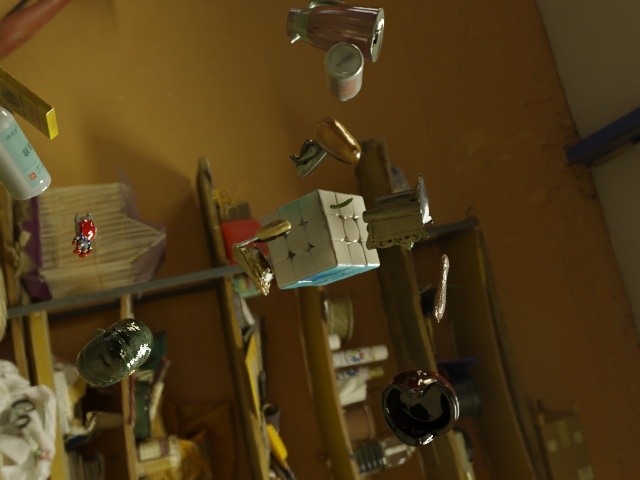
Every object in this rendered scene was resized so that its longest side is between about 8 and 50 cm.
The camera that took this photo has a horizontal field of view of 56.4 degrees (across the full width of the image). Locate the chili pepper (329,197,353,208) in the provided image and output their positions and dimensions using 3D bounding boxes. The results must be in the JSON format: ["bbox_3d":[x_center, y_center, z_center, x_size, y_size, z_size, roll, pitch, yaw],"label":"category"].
[{"bbox_3d":[0.066,-0.112,1.788,0.030,0.083,0.017,42,-32,53],"label":"chili pepper"}]

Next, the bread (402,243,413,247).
[{"bbox_3d":[0.292,-0.022,2.172,0.172,0.232,0.064,30,-91,49],"label":"bread"}]

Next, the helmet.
[{"bbox_3d":[0.275,0.455,1.667,0.193,0.216,0.189,-41,130,-71],"label":"helmet"}]

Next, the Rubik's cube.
[{"bbox_3d":[0.000,0.000,2.217,0.290,0.292,0.291,-21,-103,34],"label":"Rubik's cube"}]

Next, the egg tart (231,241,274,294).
[{"bbox_3d":[-0.248,0.098,2.268,0.241,0.106,0.241,56,-5,7],"label":"egg tart"}]

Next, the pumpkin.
[{"bbox_3d":[-0.549,0.295,1.597,0.152,0.212,0.211,63,-18,2],"label":"pumpkin"}]

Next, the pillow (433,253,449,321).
[{"bbox_3d":[0.385,0.151,1.907,0.135,0.034,0.211,49,49,-65],"label":"pillow"}]

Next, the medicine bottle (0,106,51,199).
[{"bbox_3d":[-0.800,-0.264,1.474,0.110,0.110,0.352,-119,-170,-46],"label":"medicine bottle"}]

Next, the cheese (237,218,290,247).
[{"bbox_3d":[-0.170,-0.016,1.751,0.086,0.162,0.036,20,-46,62],"label":"cheese"}]

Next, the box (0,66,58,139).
[{"bbox_3d":[-0.533,-0.251,1.053,0.155,0.023,0.087,38,-26,-1],"label":"box"}]

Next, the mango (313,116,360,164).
[{"bbox_3d":[0.052,-0.282,1.720,0.178,0.090,0.115,44,4,21],"label":"mango"}]

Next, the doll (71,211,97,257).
[{"bbox_3d":[-0.849,-0.026,2.149,0.062,0.104,0.194,-34,-136,31],"label":"doll"}]

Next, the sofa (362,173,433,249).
[{"bbox_3d":[0.233,-0.096,1.850,0.258,0.200,0.182,-47,123,-69],"label":"sofa"}]

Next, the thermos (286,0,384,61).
[{"bbox_3d":[0.040,-0.608,1.690,0.146,0.265,0.176,79,28,-61],"label":"thermos"}]

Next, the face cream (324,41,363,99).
[{"bbox_3d":[0.064,-0.441,1.635,0.251,0.101,0.101,71,6,-82],"label":"face cream"}]

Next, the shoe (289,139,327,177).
[{"bbox_3d":[-0.035,-0.353,2.386,0.112,0.099,0.227,46,-60,3],"label":"shoe"}]
